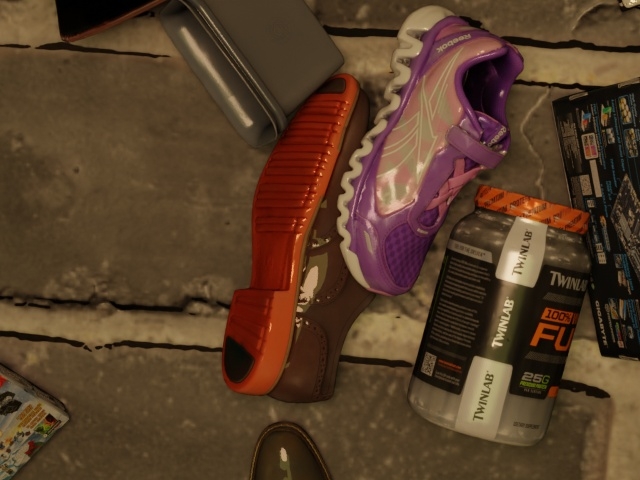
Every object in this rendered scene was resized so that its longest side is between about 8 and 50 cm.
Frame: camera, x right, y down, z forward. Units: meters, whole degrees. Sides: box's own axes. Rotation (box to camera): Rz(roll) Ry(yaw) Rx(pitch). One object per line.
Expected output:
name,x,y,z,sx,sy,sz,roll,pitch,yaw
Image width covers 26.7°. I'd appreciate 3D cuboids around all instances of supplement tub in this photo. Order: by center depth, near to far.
supplement tub,0.146,0.058,1.074,0.117,0.117,0.190,15,94,2

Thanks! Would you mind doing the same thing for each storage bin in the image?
storage bin,-0.051,-0.156,1.090,0.091,0.098,0.135,-38,98,-18

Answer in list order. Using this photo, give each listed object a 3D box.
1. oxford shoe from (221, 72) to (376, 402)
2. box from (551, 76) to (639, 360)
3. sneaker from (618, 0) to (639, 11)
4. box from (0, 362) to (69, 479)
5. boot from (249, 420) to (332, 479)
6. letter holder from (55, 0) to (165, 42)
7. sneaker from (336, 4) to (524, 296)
oxford shoe,0.000,0.000,1.107,0.098,0.097,0.271,17,89,-29
box,0.255,-0.015,1.033,0.051,0.175,0.220,-12,92,-17
sneaker,0.248,-0.206,1.097,0.083,0.032,0.037,31,94,2
box,-0.291,0.168,1.125,0.137,0.027,0.094,-45,127,4
boot,-0.019,0.262,1.099,0.082,0.106,0.219,-7,93,3
letter holder,-0.097,-0.271,1.000,0.302,0.214,0.152,-27,128,4
sneaker,0.092,-0.068,1.054,0.104,0.095,0.236,15,85,39
